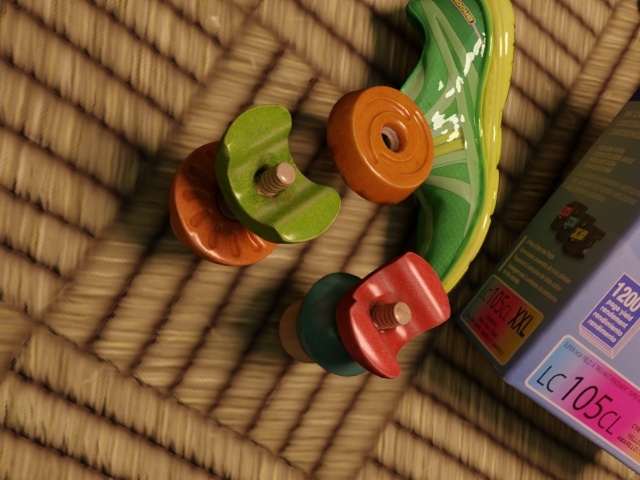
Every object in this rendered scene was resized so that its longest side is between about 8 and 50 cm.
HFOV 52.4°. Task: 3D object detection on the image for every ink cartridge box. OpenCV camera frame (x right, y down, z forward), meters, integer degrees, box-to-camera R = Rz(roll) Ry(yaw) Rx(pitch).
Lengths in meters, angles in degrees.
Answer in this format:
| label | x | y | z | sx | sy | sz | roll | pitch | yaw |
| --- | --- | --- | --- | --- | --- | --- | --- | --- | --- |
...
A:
| label | x | y | z | sx | sy | sz | roll | pitch | yaw |
| --- | --- | --- | --- | --- | --- | --- | --- | --- | --- |
| ink cartridge box | 0.361 | 0.017 | 0.623 | 0.270 | 0.151 | 0.396 | 35 | 97 | -17 |

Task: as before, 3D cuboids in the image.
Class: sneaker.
| label | x | y | z | sx | sy | sz | roll | pitch | yaw |
| --- | --- | --- | --- | --- | --- | --- | --- | --- | --- |
| sneaker | 0.112 | -0.093 | 0.632 | 0.123 | 0.109 | 0.296 | 6 | 92 | 7 |

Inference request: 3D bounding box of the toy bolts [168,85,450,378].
| label | x | y | z | sx | sy | sz | roll | pitch | yaw |
| --- | --- | --- | --- | --- | --- | --- | --- | --- | --- |
| toy bolts | 0.000 | 0.000 | 0.560 | 0.218 | 0.158 | 0.229 | -33 | 97 | -37 |
